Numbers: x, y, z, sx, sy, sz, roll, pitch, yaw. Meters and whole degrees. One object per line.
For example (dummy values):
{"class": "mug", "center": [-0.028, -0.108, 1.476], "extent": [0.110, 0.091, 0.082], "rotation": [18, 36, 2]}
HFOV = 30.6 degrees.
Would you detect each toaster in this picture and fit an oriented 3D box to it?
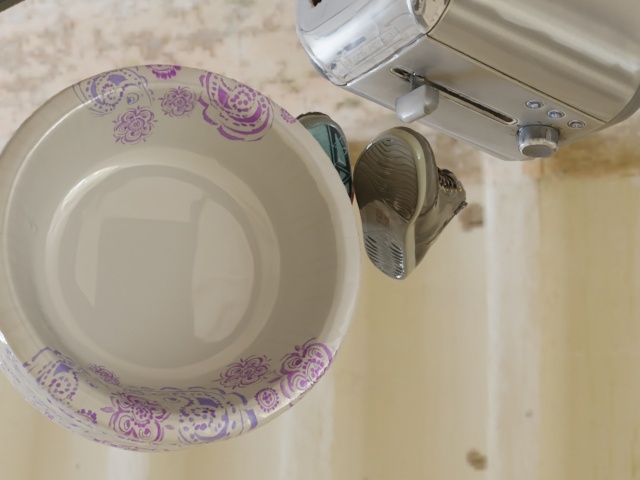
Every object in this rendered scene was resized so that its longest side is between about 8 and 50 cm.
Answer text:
{"class": "toaster", "center": [0.076, -0.157, 0.580], "extent": [0.146, 0.227, 0.129], "rotation": [13, 160, -31]}

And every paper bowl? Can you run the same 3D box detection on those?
{"class": "paper bowl", "center": [-0.123, 0.020, 0.899], "extent": [0.284, 0.284, 0.148], "rotation": [-5, 168, -21]}

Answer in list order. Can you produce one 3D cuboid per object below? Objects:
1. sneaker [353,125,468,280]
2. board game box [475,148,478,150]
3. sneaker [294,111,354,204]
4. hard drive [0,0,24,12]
{"class": "sneaker", "center": [0.100, -0.065, 1.226], "extent": [0.083, 0.222, 0.118], "rotation": [34, -118, 20]}
{"class": "board game box", "center": [0.146, -0.203, 1.365], "extent": [0.047, 0.160, 0.210], "rotation": [-27, 163, 17]}
{"class": "sneaker", "center": [0.000, 0.000, 1.184], "extent": [0.104, 0.262, 0.125], "rotation": [4, -178, -23]}
{"class": "hard drive", "center": [-0.339, -0.235, 1.073], "extent": [0.094, 0.022, 0.135], "rotation": [36, -138, 8]}
